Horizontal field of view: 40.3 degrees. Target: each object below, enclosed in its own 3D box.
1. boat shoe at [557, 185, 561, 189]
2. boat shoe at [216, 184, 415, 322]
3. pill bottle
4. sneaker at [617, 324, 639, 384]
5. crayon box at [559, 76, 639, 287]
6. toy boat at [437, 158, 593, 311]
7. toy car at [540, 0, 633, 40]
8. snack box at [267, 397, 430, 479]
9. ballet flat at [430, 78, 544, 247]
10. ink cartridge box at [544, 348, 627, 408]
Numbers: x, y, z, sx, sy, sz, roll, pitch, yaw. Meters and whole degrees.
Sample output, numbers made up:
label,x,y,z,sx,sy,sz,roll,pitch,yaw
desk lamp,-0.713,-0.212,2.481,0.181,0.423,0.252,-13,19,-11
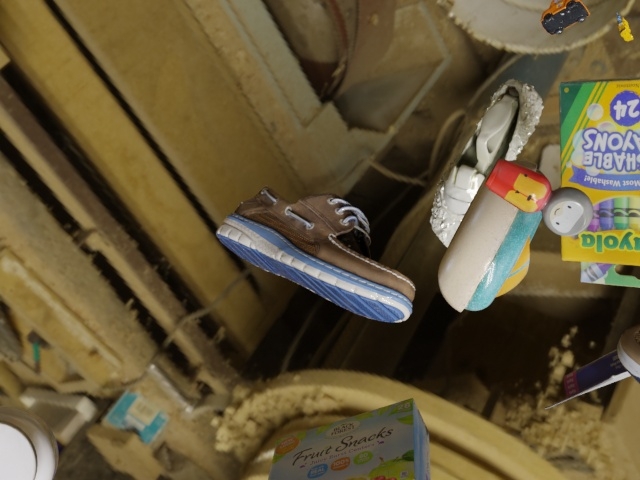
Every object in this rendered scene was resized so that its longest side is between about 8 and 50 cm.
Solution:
label,x,y,z,sx,sy,sz,roll,pitch,yaw
boat shoe,0.504,-0.075,1.643,0.104,0.089,0.285,36,-174,-2
boat shoe,0.000,0.000,0.630,0.183,0.066,0.066,24,166,38
pill bottle,-0.436,0.301,1.183,0.152,0.152,0.272,39,161,-5
sneaker,0.391,0.211,0.839,0.282,0.099,0.153,36,134,27
crayon box,0.464,-0.077,1.286,0.203,0.083,0.323,4,104,37
toy boat,0.289,-0.016,1.301,0.148,0.267,0.318,28,162,6
toy car,0.341,-0.283,1.128,0.122,0.040,0.060,18,142,-28
snack box,0.036,0.304,1.125,0.207,0.174,0.070,-19,111,14
ballet flat,0.350,-0.178,1.922,0.147,0.409,0.147,27,179,1
ink cartridge box,0.725,0.286,2.070,0.324,0.330,0.071,123,130,-63
